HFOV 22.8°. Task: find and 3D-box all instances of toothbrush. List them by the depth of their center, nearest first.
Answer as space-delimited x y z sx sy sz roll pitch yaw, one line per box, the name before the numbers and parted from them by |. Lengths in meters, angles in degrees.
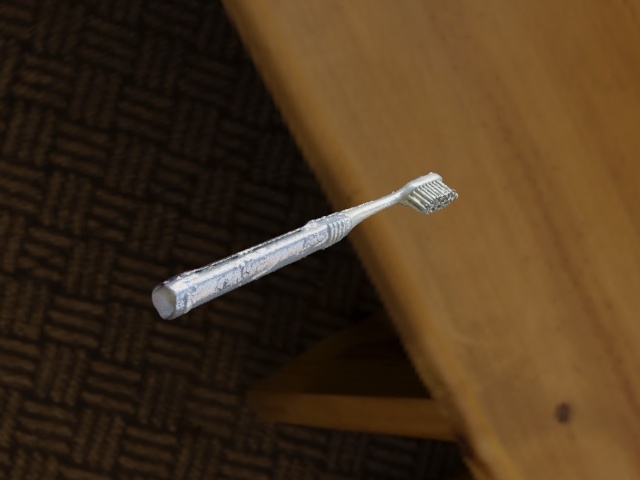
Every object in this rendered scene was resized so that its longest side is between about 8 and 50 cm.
toothbrush | 0.000 0.000 0.751 0.219 0.019 0.016 -22 141 -49
